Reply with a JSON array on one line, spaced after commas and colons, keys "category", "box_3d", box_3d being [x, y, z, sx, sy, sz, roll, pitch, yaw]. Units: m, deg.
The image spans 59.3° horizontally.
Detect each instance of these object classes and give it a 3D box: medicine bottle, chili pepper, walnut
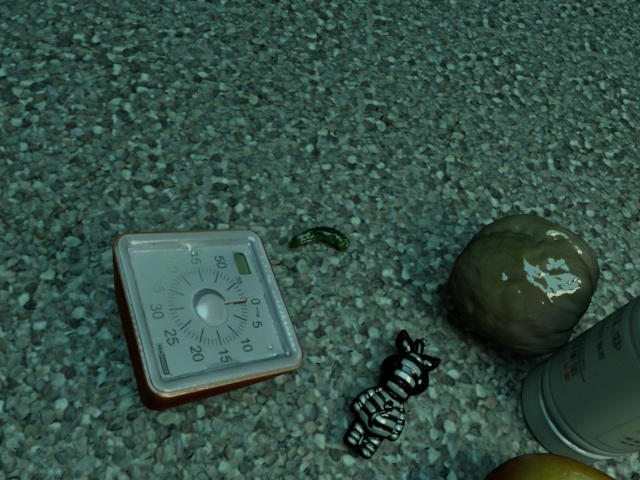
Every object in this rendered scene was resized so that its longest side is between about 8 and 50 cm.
[{"category": "medicine bottle", "box_3d": [0.469, 0.217, 0.862, 0.190, 0.332, 0.190, 7, 57, -10]}, {"category": "chili pepper", "box_3d": [-0.002, -0.008, 1.054, 0.118, 0.035, 0.055, 3, 45, -14]}, {"category": "walnut", "box_3d": [0.344, 0.072, 0.969, 0.248, 0.248, 0.248, 5, 61, -9]}]

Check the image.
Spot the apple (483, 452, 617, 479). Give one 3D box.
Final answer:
[{"category": "apple", "box_3d": [0.327, 0.434, 0.753, 0.286, 0.233, 0.286, 1, 51, -1]}]

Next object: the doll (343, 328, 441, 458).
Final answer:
[{"category": "doll", "box_3d": [0.116, 0.251, 0.921, 0.091, 0.067, 0.219, 37, 67, 5]}]

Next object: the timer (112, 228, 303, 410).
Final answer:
[{"category": "timer", "box_3d": [-0.177, 0.115, 0.887, 0.250, 0.161, 0.257, -11, 64, -25]}]
